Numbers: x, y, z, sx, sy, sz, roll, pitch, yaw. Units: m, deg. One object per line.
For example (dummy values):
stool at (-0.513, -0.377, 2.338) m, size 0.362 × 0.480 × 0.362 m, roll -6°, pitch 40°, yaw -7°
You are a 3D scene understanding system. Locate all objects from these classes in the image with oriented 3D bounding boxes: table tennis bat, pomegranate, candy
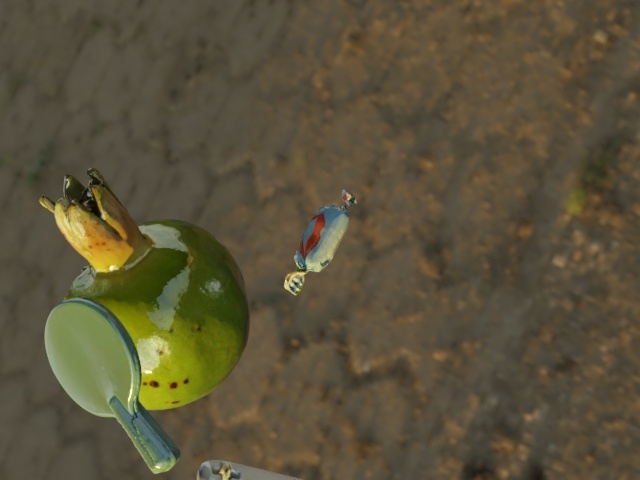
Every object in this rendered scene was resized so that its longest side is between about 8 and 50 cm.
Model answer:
table tennis bat at (-0.209, 0.147, 1.757) m, size 0.033 × 0.201 × 0.124 m, roll -29°, pitch -11°, yaw -47°
pomegranate at (-0.208, 0.052, 2.021) m, size 0.236 × 0.302 × 0.236 m, roll -15°, pitch 32°, yaw 10°
candy at (-0.001, 0.000, 1.211) m, size 0.020 × 0.030 × 0.083 m, roll 26°, pitch 77°, yaw 27°

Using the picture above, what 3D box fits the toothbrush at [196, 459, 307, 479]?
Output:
toothbrush at (0.094, 0.233, 1.383) m, size 0.042 × 0.418 × 0.040 m, roll -98°, pitch 30°, yaw -48°
